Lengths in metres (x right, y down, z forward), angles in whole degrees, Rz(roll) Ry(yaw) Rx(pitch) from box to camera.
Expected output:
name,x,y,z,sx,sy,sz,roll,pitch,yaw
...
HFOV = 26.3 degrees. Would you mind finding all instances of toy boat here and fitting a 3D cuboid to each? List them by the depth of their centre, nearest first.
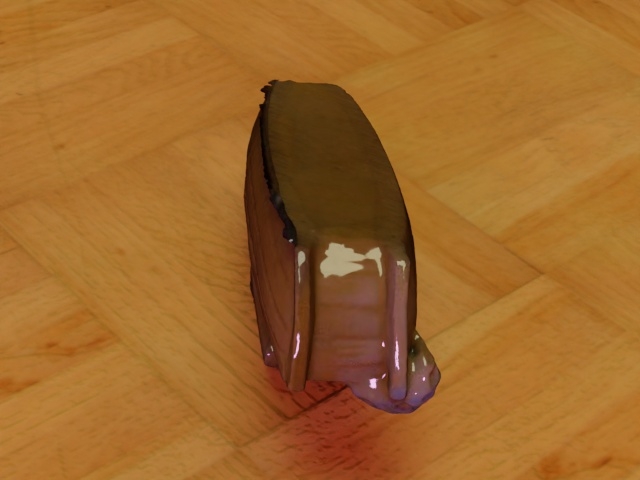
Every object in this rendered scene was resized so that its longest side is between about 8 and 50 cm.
name,x,y,z,sx,sy,sz,roll,pitch,yaw
toy boat,0.000,0.000,0.786,0.089,0.121,0.321,0,25,-8
